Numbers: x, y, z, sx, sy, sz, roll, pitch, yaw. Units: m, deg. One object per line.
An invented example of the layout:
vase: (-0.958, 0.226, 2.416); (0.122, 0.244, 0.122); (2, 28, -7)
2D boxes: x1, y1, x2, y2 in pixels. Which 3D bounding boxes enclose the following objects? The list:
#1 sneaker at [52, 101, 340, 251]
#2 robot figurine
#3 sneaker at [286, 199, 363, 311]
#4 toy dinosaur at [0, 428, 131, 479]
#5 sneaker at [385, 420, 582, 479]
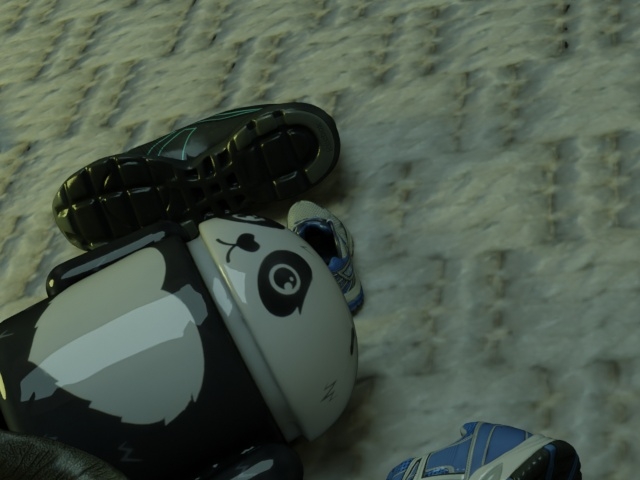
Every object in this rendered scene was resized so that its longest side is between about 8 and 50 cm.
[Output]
sneaker: (-0.106, -0.055, 1.055); (0.267, 0.101, 0.106); (-15, 17, 10)
robot figurine: (-0.111, 0.094, 0.793); (0.278, 0.209, 0.173); (-27, -1, -5)
sneaker: (0.000, 0.000, 0.946); (0.052, 0.058, 0.135); (-24, 38, -2)
toy dinosaur: (-0.129, 0.202, 0.668); (0.160, 0.121, 0.313); (-16, 78, 23)
sneaker: (0.059, 0.182, 0.698); (0.211, 0.080, 0.081); (-32, 32, -27)
